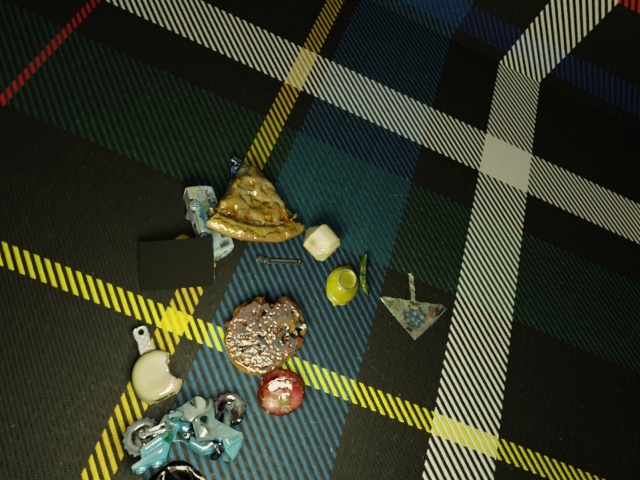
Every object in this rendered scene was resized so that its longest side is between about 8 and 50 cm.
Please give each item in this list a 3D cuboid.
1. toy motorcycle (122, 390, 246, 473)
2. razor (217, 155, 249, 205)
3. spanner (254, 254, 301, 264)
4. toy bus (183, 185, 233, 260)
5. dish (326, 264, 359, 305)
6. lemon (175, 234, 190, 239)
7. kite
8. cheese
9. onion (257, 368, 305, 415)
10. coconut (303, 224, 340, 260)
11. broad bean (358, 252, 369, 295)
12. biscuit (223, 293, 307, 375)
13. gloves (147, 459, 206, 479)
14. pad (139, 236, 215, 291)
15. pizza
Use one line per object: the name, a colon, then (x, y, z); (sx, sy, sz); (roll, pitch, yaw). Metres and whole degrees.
toy motorcycle: (-0.434, 0.665, 1.431); (0.415, 0.172, 0.232); (-7, 51, -28)
razor: (-0.404, -0.240, 1.893); (0.093, 0.056, 0.324); (28, 47, -20)
spanner: (-0.184, 0.089, 1.858); (0.208, 0.012, 0.046); (4, 66, -14)
toy bus: (-0.479, -0.072, 1.798); (0.135, 0.109, 0.330); (-14, 72, -32)
dish: (0.105, 0.186, 1.860); (0.148, 0.080, 0.208); (24, 62, -4)
lemon: (-0.575, 0.010, 1.755); (0.083, 0.062, 0.062); (-39, 82, -26)
kite: (0.429, 0.300, 1.939); (0.335, 0.011, 0.315); (9, 65, -13)
cheese: (-0.616, 0.446, 1.546); (0.163, 0.082, 0.287); (-17, 72, -22)
onion: (-0.148, 0.564, 1.605); (0.183, 0.147, 0.184); (0, 101, -1)
coconut: (0.000, 0.000, 1.878); (0.147, 0.147, 0.153); (-40, 85, -26)
broad bean: (0.196, 0.148, 1.912); (0.046, 0.061, 0.196); (-11, 70, 23)
biscuit: (-0.222, 0.369, 1.691); (0.334, 0.081, 0.289); (-31, 79, -21)
gloves: (-0.456, 0.831, 1.397); (0.164, 0.124, 0.203); (-27, 68, -43)
pad: (-0.571, 0.092, 1.685); (0.299, 0.005, 0.202); (-5, 81, 0)
pizza: (-0.249, -0.118, 1.835); (0.391, 0.080, 0.435); (34, 48, -14)
